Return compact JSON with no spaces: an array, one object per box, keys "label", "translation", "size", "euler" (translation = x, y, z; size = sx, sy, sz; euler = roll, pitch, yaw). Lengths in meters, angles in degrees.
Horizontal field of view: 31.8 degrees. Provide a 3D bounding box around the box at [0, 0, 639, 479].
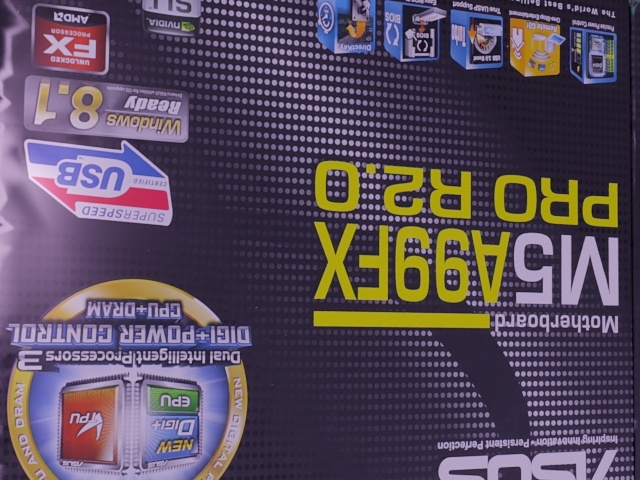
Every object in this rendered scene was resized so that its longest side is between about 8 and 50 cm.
[{"label":"box","translation":[0.000,0.000,0.429],"size":[0.270,0.216,0.060],"euler":[3,-6,-24]}]
